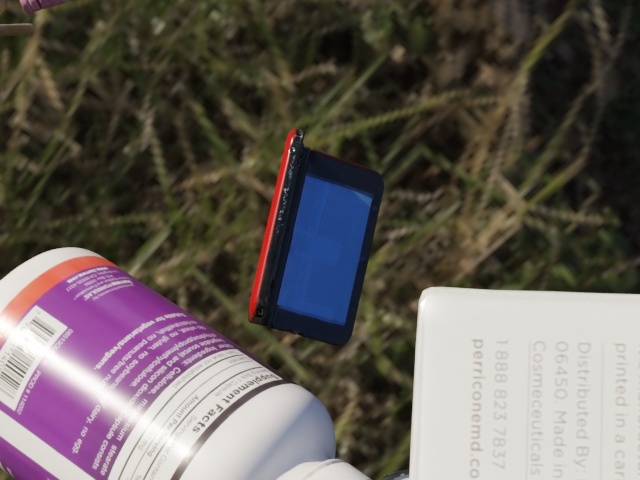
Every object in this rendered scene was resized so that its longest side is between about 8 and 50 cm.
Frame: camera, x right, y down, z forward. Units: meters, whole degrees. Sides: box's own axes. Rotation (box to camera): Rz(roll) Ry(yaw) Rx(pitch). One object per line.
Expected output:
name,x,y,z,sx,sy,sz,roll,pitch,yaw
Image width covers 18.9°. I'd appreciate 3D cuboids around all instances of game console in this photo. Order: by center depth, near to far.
game console,0.000,0.000,1.458,0.085,0.124,0.144,12,83,-2

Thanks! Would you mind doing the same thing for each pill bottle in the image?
pill bottle,-0.117,0.151,1.450,0.323,0.181,0.181,32,42,25

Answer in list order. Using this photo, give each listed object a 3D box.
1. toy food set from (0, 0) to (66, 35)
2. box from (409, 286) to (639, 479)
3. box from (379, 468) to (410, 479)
toy food set,-0.164,-0.148,1.070,0.078,0.122,0.019,-8,75,-37
box,0.205,0.120,0.594,0.345,0.215,0.168,1,76,8
box,0.107,0.191,0.891,0.077,0.147,0.180,-33,104,-60
